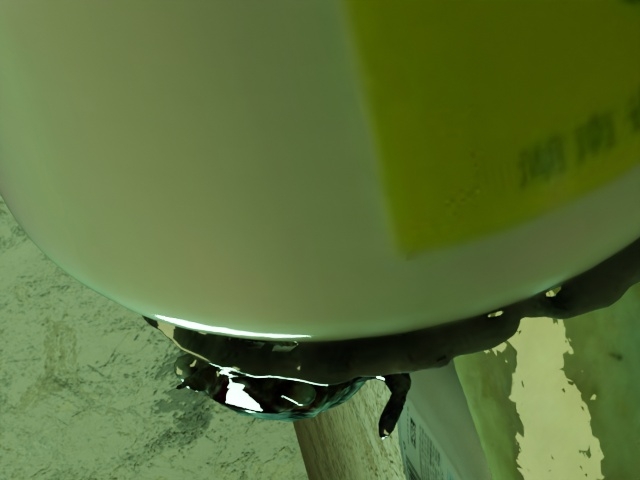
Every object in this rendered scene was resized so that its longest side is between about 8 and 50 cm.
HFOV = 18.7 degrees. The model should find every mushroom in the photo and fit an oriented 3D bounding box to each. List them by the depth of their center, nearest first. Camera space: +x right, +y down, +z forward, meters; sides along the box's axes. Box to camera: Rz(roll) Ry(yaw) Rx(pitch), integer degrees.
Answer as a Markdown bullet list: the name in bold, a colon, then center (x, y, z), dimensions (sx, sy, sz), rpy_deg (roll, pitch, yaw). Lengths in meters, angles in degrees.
- **mushroom**: center (0.126, 0.146, 0.693), dimensions (0.100, 0.081, 0.312), rpy_deg (-25, 79, 48)

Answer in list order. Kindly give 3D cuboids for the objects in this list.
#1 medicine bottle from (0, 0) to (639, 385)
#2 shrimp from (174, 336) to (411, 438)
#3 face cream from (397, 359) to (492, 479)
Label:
- **medicine bottle**: center (-0.017, -0.174, 0.419), dimensions (0.213, 0.213, 0.379), rpy_deg (-114, 7, -50)
- **shrimp**: center (-0.001, 0.004, 0.931), dimensions (0.410, 0.221, 0.166), rpy_deg (27, -112, -82)
- **face cream**: center (0.108, 0.153, 0.907), dimensions (0.337, 0.080, 0.163), rpy_deg (-126, 21, -74)
